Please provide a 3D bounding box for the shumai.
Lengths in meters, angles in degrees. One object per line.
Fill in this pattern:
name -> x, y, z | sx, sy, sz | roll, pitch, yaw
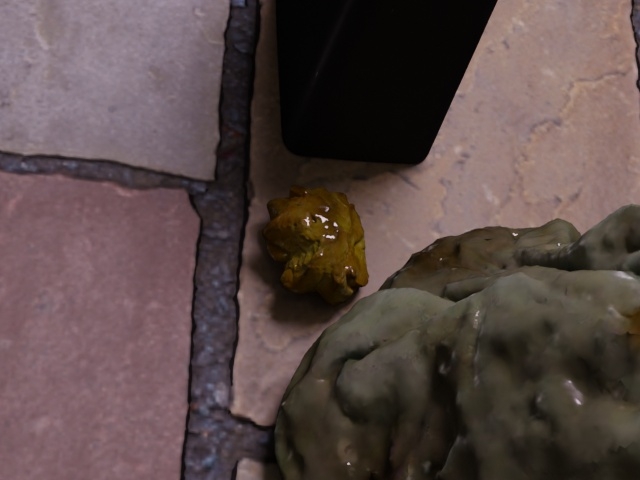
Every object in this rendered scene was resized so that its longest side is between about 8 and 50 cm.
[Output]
shumai -> 0.147, 0.087, 0.710 | 0.304, 0.263, 0.309 | 10, 62, -11

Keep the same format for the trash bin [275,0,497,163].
trash bin -> 0.045, -0.180, 0.839 | 0.115, 0.225, 0.165 | 3, 63, -11

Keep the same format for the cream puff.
cream puff -> 0.000, 0.000, 0.832 | 0.083, 0.058, 0.083 | 20, 59, -5
